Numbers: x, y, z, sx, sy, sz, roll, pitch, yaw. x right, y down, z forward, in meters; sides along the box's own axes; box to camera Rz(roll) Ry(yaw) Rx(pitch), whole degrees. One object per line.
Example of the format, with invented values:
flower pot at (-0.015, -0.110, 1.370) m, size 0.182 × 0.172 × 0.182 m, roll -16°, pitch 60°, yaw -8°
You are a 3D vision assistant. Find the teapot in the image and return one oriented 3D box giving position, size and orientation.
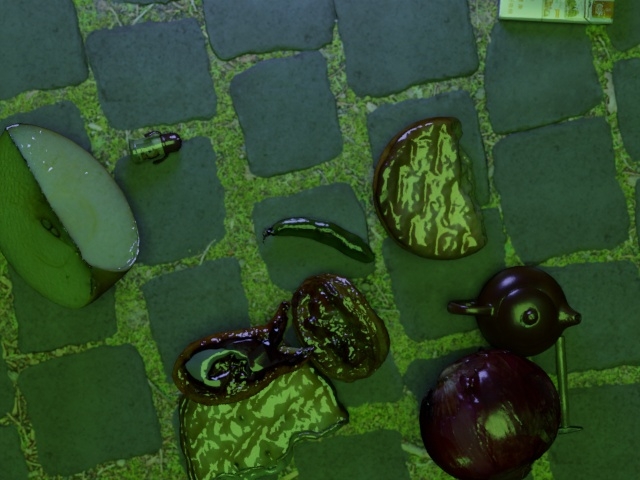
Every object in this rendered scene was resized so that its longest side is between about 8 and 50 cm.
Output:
teapot at (0.371, 0.137, 1.923) m, size 0.251 × 0.135 × 0.178 m, roll 4°, pitch 90°, yaw -2°

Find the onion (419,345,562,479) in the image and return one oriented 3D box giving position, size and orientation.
onion at (0.318, 0.333, 1.867) m, size 0.276 × 0.276 × 0.276 m, roll 0°, pitch 94°, yaw -1°

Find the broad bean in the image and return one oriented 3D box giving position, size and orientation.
broad bean at (0.000, -0.006, 1.953) m, size 0.226 × 0.039 × 0.069 m, roll 10°, pitch 88°, yaw -1°

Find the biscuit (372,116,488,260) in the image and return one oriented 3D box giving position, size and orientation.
biscuit at (0.204, -0.096, 1.923) m, size 0.213 × 0.091 × 0.274 m, roll -8°, pitch 96°, yaw -3°

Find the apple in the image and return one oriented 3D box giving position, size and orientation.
apple at (-0.493, -0.047, 1.874) m, size 0.254 × 0.179 × 0.346 m, roll -33°, pitch 93°, yaw -11°

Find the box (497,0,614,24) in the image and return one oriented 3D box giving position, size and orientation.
box at (0.454, -0.480, 1.926) m, size 0.220 × 0.032 × 0.122 m, roll 2°, pitch 94°, yaw -1°

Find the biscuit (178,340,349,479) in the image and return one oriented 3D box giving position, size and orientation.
biscuit at (-0.112, 0.349, 1.963) m, size 0.334 × 0.078 × 0.330 m, roll 9°, pitch 91°, yaw -2°

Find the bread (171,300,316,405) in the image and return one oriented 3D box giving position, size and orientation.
bread at (-0.147, 0.226, 1.891) m, size 0.268 × 0.095 × 0.139 m, roll -23°, pitch 87°, yaw -9°

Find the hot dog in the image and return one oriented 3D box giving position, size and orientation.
hot dog at (0.037, 0.168, 1.939) m, size 0.160 × 0.099 × 0.227 m, roll -40°, pitch 91°, yaw 11°

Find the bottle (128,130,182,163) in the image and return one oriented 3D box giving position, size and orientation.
bottle at (-0.317, -0.182, 1.930) m, size 0.101 × 0.063 × 0.047 m, roll -15°, pitch 62°, yaw -2°

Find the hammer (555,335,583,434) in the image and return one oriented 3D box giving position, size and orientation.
hammer at (0.488, 0.288, 1.995) m, size 0.062 × 0.013 × 0.199 m, roll -4°, pitch 95°, yaw -1°
